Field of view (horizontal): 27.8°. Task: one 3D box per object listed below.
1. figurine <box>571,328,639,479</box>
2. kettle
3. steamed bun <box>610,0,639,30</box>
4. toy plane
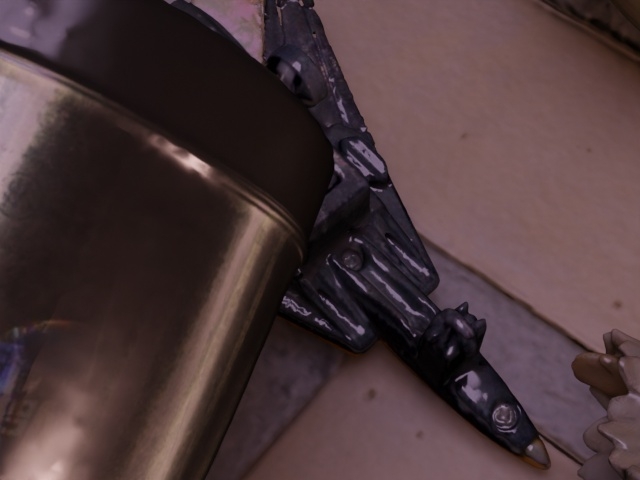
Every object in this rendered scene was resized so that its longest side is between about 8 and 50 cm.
[{"bbox_3d":[0.232,0.076,0.539,0.387,0.166,0.207,-36,74,-29],"label":"figurine"},{"bbox_3d":[-0.191,0.058,0.466,0.321,0.228,0.324,24,77,-12],"label":"kettle"},{"bbox_3d":[0.245,-0.265,0.652,0.233,0.312,0.334,30,66,21],"label":"steamed bun"},{"bbox_3d":[-0.001,-0.006,0.649,0.204,0.103,0.316,-40,66,-16],"label":"toy plane"}]
